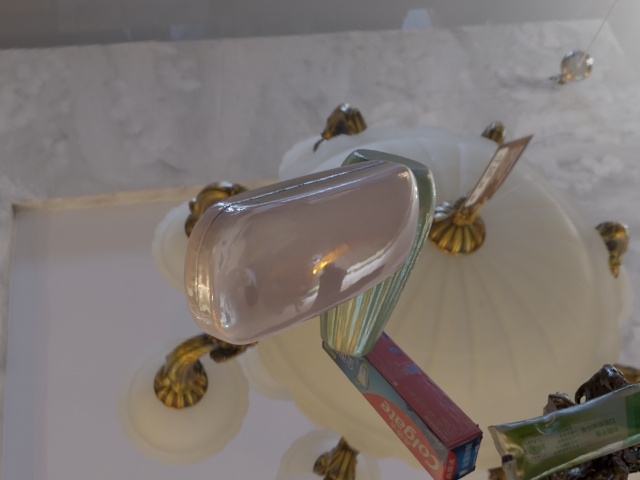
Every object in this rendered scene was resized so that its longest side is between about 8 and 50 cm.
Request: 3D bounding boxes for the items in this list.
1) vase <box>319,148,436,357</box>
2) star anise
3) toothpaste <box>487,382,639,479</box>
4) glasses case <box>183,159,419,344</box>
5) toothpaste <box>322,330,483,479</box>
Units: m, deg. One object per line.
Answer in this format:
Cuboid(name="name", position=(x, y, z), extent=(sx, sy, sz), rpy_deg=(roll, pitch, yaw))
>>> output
Cuboid(name="vase", position=(0.057, 0.020, 0.837), extent=(0.128, 0.248, 0.128), rpy_deg=(12, -164, -4))
Cuboid(name="star anise", position=(0.374, 0.287, 0.939), extent=(0.190, 0.220, 0.126), rpy_deg=(-30, -152, -20))
Cuboid(name="toothpaste", position=(0.315, 0.205, 0.766), extent=(0.248, 0.047, 0.078), rpy_deg=(-24, -114, 13))
Cuboid(name="glasses case", position=(0.000, 0.000, 0.611), extent=(0.075, 0.113, 0.297), rpy_deg=(14, -159, 36))
Cuboid(name="toothpaste", position=(0.108, 0.213, 1.016), extent=(0.066, 0.076, 0.320), rpy_deg=(-13, -146, -26))
